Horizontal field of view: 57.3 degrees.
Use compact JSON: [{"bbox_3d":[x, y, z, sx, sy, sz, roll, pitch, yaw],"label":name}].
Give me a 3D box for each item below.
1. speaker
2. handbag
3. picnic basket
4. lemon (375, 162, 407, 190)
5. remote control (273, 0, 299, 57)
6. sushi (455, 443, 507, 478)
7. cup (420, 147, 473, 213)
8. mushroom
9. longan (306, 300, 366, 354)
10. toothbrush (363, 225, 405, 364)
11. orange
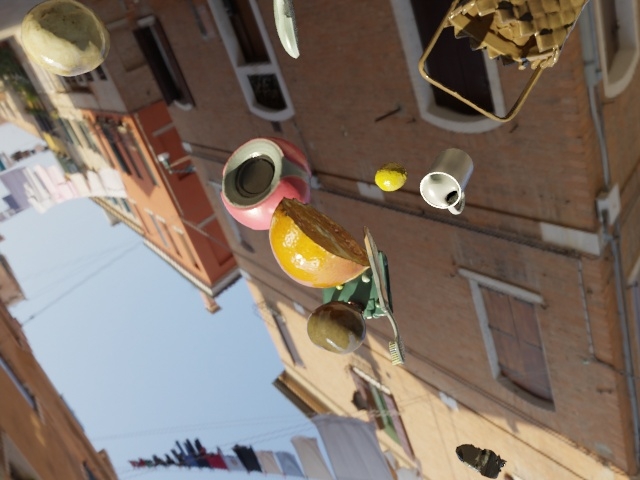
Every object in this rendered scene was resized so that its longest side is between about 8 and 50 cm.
[{"bbox_3d":[-0.165,-0.183,1.829,0.295,0.294,0.294,-17,-155,8],"label":"speaker"},{"bbox_3d":[0.136,0.170,2.256,0.269,0.100,0.273,-6,-107,19],"label":"handbag"},{"bbox_3d":[0.398,-0.455,1.298,0.320,0.254,0.291,-59,-171,11],"label":"picnic basket"},{"bbox_3d":[0.159,-0.145,1.338,0.092,0.065,0.065,-8,-155,47],"label":"lemon"},{"bbox_3d":[-0.085,-0.531,1.287,0.045,0.256,0.097,-9,-157,3],"label":"remote control"},{"bbox_3d":[0.345,0.475,1.259,0.083,0.085,0.056,2,-114,47],"label":"sushi"},{"bbox_3d":[0.309,-0.139,1.436,0.099,0.135,0.133,15,-138,19],"label":"cup"},{"bbox_3d":[-0.519,-0.412,1.195,0.166,0.166,0.127,-37,179,-31],"label":"mushroom"},{"bbox_3d":[0.047,0.261,1.756,0.187,0.167,0.167,-16,-156,28],"label":"longan"},{"bbox_3d":[0.153,0.125,1.450,0.037,0.028,0.374,-30,-122,32],"label":"toothbrush"},{"bbox_3d":[0.002,0.004,1.575,0.310,0.274,0.274,-20,-160,-37],"label":"orange"}]
